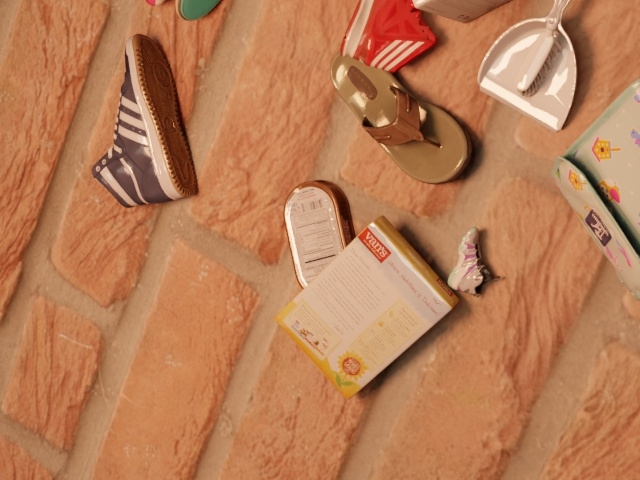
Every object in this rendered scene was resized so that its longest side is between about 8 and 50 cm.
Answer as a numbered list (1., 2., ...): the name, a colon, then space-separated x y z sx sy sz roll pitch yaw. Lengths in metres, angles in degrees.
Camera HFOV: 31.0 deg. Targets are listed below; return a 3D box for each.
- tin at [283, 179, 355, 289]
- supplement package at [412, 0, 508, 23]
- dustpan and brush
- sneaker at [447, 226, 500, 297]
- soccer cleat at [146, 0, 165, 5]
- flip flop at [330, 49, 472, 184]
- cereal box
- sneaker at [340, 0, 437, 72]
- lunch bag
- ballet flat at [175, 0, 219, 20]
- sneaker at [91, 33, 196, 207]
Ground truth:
1. tin: 0.000 0.000 1.787 0.106 0.040 0.190 -16 85 34
2. supplement package: 0.255 -0.440 1.535 0.292 0.175 0.178 -24 80 29
3. dustpan and brush: 0.309 -0.272 1.578 0.147 0.060 0.211 34 109 24
4. sneaker: 0.229 0.035 1.656 0.069 0.038 0.098 25 114 25
5. soccer cleat: -0.242 -0.546 1.858 0.116 0.143 0.331 -132 36 -61
6. flip flop: 0.105 -0.186 1.689 0.277 0.080 0.112 49 114 19
7. cereal box: 0.066 0.102 1.719 0.173 0.047 0.240 48 118 5
8. sneaker: 0.125 -0.348 1.689 0.128 0.087 0.221 25 93 -3
9. lunch bag: 0.423 -0.065 1.465 0.223 0.160 0.262 56 141 12
10. ballet flat: -0.164 -0.469 1.843 0.086 0.086 0.248 43 111 21
11. sneaker: -0.314 -0.191 1.923 0.153 0.099 0.282 -16 87 28
